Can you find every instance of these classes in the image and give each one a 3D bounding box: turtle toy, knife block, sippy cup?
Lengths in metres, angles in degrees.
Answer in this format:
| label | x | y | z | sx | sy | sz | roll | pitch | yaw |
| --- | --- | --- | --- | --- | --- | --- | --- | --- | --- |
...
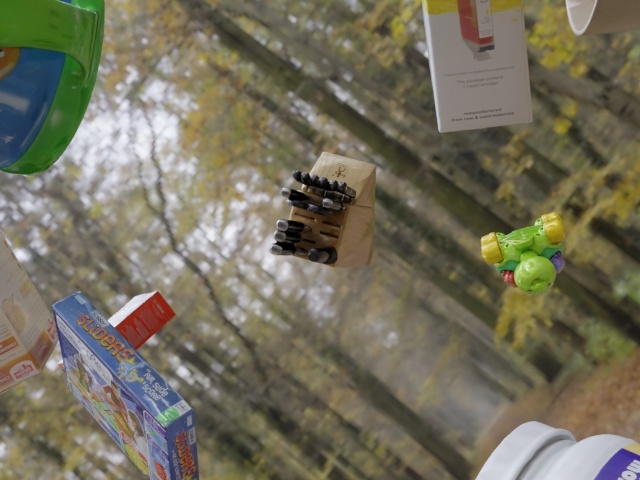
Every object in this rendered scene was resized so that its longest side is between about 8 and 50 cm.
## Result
| label | x | y | z | sx | sy | sz | roll | pitch | yaw |
| --- | --- | --- | --- | --- | --- | --- | --- | --- | --- |
| turtle toy | 0.228 | 0.019 | 1.325 | 0.095 | 0.066 | 0.130 | -19 | 9 | 10 |
| knife block | 0.000 | 0.000 | 1.766 | 0.275 | 0.088 | 0.242 | 90 | -157 | -46 |
| sippy cup | -0.351 | -0.191 | 1.114 | 0.224 | 0.240 | 0.305 | 10 | -39 | -36 |

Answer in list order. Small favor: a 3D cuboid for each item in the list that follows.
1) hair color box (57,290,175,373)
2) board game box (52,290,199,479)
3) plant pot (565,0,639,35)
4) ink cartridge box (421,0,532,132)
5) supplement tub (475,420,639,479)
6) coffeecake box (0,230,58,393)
| label | x | y | z | sx | sy | sz | roll | pitch | yaw |
| --- | --- | --- | --- | --- | --- | --- | --- | --- | --- |
| hair color box | -0.257 | 0.124 | 1.528 | 0.141 | 0.043 | 0.072 | -43 | 15 | -29 |
| board game box | -0.197 | 0.160 | 1.225 | 0.035 | 0.201 | 0.136 | -30 | -37 | -28 |
| plant pot | 0.446 | -0.364 | 1.417 | 0.256 | 0.274 | 0.256 | 2 | -90 | -89 |
| ink cartridge box | 0.246 | -0.413 | 1.998 | 0.279 | 0.160 | 0.384 | -85 | -13 | -59 |
| supplement tub | 0.296 | 0.312 | 1.042 | 0.241 | 0.331 | 0.241 | -34 | -46 | -44 |
| coffeecake box | -0.382 | 0.066 | 1.392 | 0.068 | 0.185 | 0.142 | -28 | 13 | 4 |
